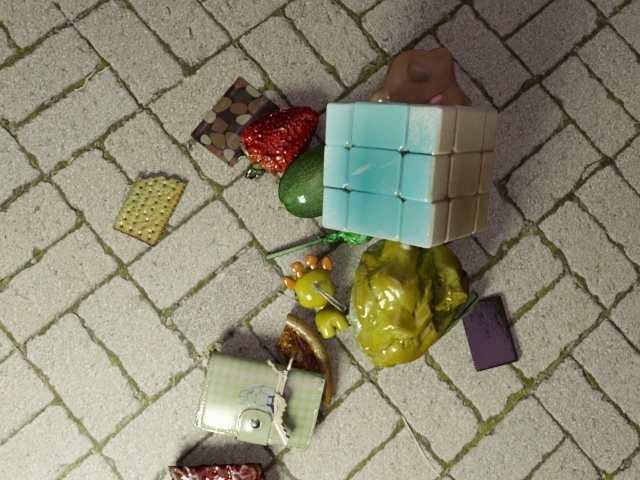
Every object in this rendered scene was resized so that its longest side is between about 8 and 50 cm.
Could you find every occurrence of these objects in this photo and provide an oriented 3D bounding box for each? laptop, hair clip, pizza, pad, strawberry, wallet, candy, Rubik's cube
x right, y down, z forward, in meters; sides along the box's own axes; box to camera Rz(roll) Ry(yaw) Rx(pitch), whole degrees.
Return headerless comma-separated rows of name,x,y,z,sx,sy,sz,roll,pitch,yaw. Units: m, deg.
laptop,0.482,0.267,1.687,0.135,0.016,0.197,-12,81,-7
hair clip,-0.105,0.405,1.482,0.072,0.034,0.226,3,85,1
pizza,-0.043,0.328,1.596,0.134,0.056,0.271,-13,83,-9
pad,-0.247,-0.345,1.708,0.158,0.003,0.235,37,79,1
strawberry,-0.115,-0.289,1.661,0.188,0.106,0.286,44,78,-2
wallet,-0.158,0.419,1.532,0.309,0.077,0.224,13,86,1
candy,0.001,0.002,1.652,0.323,0.097,0.097,-18,83,-1
Rubik's cube,0.221,-0.178,1.455,0.321,0.318,0.316,14,106,37

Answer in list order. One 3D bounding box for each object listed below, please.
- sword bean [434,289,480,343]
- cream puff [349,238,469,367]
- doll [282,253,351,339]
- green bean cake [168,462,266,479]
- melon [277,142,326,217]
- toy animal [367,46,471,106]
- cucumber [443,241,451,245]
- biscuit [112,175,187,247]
sword bean,0.350,0.241,1.657,0.269,0.038,0.043,-40,93,-7
cream puff,0.237,0.146,1.506,0.275,0.378,0.379,7,79,17
doll,-0.008,0.149,1.588,0.142,0.135,0.221,-23,96,-7
green bean cake,-0.254,0.637,1.501,0.232,0.097,0.199,-14,83,-8
melon,-0.001,-0.163,1.615,0.287,0.182,0.182,-31,86,-13
toy animal,0.306,-0.392,1.683,0.269,0.237,0.327,5,75,-36
cucumber,0.362,-0.024,1.696,0.227,0.069,0.069,-33,86,-7
biscuit,-0.478,-0.096,1.635,0.143,0.016,0.203,23,80,-2
